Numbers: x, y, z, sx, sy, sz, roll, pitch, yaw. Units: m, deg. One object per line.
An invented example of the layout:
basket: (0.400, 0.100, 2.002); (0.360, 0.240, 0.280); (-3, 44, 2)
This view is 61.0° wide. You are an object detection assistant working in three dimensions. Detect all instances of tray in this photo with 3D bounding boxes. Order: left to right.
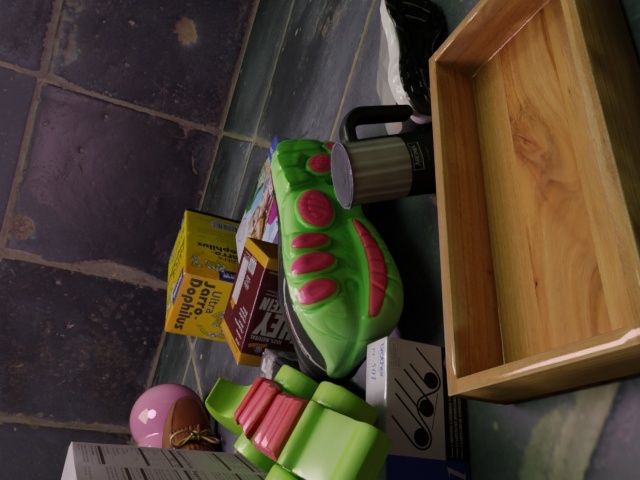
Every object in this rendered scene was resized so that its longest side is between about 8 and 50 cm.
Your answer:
tray: (0.197, -0.075, 0.507); (0.203, 0.076, 0.410); (136, 144, -55)

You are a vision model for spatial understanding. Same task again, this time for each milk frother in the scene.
milk frother: (0.079, -0.094, 0.713); (0.143, 0.135, 0.129); (104, 153, -59)

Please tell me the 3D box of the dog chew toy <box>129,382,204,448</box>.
dog chew toy: (-0.416, 0.569, 1.488); (0.206, 0.207, 0.331); (-54, 37, 43)

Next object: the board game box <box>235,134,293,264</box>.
board game box: (-0.116, -0.047, 1.295); (0.318, 0.066, 0.317); (-110, 39, -56)

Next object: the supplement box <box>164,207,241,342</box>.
supplement box: (-0.313, 0.089, 1.529); (0.356, 0.196, 0.194); (-112, 42, -57)

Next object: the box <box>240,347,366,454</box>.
box: (-0.036, 0.383, 0.757); (0.318, 0.097, 0.394); (-167, 91, -69)

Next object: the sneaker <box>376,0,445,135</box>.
sneaker: (0.121, -0.267, 0.799); (0.108, 0.101, 0.271); (129, 149, -57)

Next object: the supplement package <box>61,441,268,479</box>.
supplement package: (-0.149, 0.349, 0.581); (0.198, 0.263, 0.199); (-8, 69, 64)

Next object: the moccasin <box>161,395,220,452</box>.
moccasin: (-0.304, 0.527, 1.293); (0.146, 0.139, 0.380); (-63, 24, 28)

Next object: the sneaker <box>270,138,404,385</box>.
sneaker: (0.000, 0.000, 0.802); (0.482, 0.186, 0.202); (-87, 10, -52)

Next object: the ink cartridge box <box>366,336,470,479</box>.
ink cartridge box: (0.096, 0.207, 0.541); (0.046, 0.097, 0.206); (138, 141, -56)

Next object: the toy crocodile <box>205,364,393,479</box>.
toy crocodile: (-0.036, 0.191, 0.560); (0.115, 0.105, 0.341); (-57, 14, -17)

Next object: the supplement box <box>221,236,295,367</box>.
supplement box: (-0.087, 0.116, 1.024); (0.191, 0.129, 0.194); (-148, 74, -68)
